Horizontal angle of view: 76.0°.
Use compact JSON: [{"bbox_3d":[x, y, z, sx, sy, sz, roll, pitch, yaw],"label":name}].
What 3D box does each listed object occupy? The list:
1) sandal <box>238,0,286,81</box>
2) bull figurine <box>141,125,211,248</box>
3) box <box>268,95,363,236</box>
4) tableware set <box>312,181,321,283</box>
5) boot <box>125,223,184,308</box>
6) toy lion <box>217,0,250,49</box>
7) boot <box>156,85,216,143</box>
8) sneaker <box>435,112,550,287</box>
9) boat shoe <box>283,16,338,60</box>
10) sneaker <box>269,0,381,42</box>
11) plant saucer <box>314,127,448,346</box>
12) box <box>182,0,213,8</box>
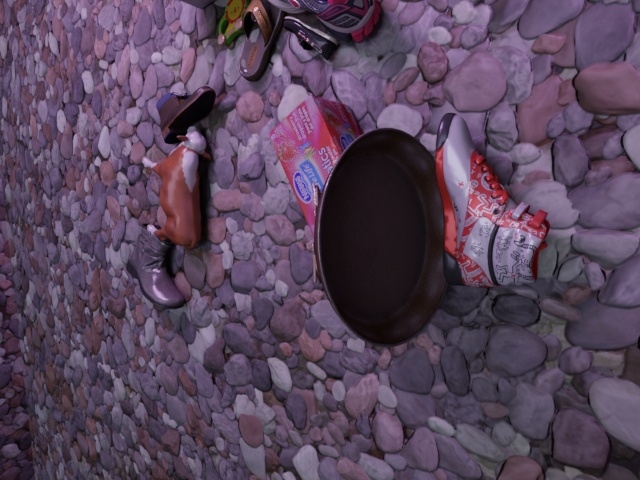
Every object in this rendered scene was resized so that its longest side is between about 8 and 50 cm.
[{"bbox_3d":[-0.134,-0.449,0.858,0.090,0.060,0.219,38,116,26],"label":"sandal"},{"bbox_3d":[-0.366,-0.135,1.048,0.188,0.101,0.311,9,100,39],"label":"bull figurine"},{"bbox_3d":[0.029,-0.114,0.744,0.122,0.128,0.257,-31,79,34],"label":"box"},{"bbox_3d":[0.000,0.000,0.621,0.020,0.169,0.141,-6,78,3],"label":"tableware set"},{"bbox_3d":[-0.454,0.067,1.154,0.246,0.083,0.161,37,110,25],"label":"boot"},{"bbox_3d":[-0.193,-0.497,0.917,0.100,0.034,0.096,-18,78,37],"label":"toy lion"},{"bbox_3d":[-0.345,-0.340,1.014,0.219,0.082,0.106,-29,82,37],"label":"boot"},{"bbox_3d":[0.258,-0.061,0.611,0.144,0.090,0.270,-1,99,35],"label":"sneaker"},{"bbox_3d":[-0.027,-0.394,0.795,0.133,0.049,0.042,38,109,21],"label":"boat shoe"},{"bbox_3d":[-0.023,-0.471,0.728,0.299,0.112,0.121,38,102,24],"label":"sneaker"},{"bbox_3d":[0.097,-0.004,0.604,0.050,0.310,0.311,0,96,47],"label":"plant saucer"},{"bbox_3d":[-0.273,-0.726,0.857,0.214,0.168,0.346,-6,92,36],"label":"box"}]
